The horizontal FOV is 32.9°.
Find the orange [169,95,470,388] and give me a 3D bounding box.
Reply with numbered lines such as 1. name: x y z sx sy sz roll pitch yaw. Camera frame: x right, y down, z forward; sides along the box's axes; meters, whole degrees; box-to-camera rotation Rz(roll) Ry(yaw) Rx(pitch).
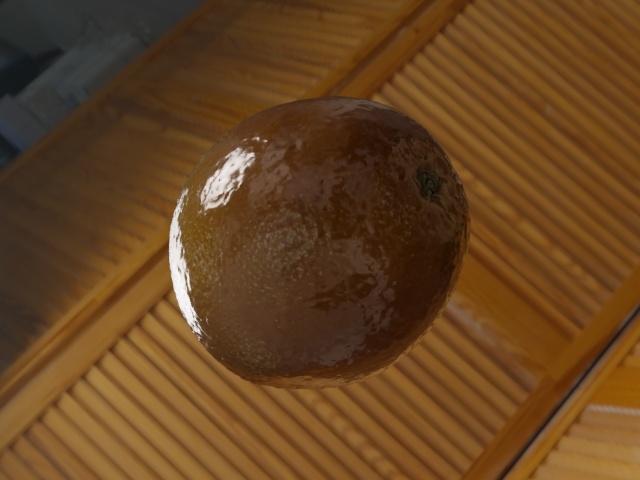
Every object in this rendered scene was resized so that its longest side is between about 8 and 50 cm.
1. orange: 0.000 0.000 0.714 0.206 0.206 0.206 38 159 17
